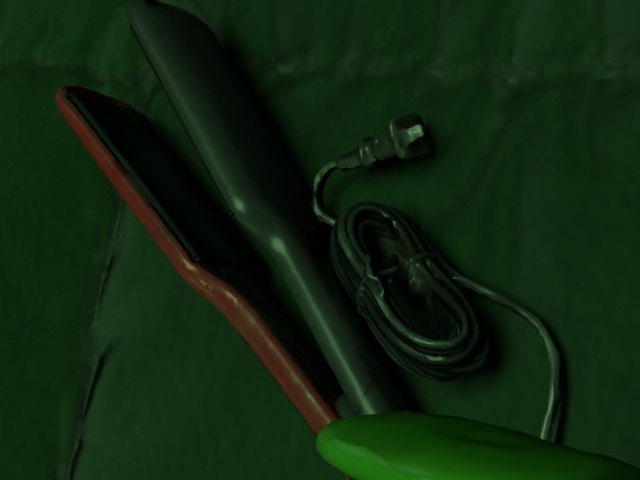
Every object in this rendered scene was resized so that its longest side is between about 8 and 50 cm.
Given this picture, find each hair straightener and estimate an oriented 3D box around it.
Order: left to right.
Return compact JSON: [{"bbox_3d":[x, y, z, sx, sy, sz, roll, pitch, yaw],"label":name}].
[{"bbox_3d":[0.000,0.000,0.572,0.089,0.047,0.230,-50,52,20],"label":"hair straightener"}]

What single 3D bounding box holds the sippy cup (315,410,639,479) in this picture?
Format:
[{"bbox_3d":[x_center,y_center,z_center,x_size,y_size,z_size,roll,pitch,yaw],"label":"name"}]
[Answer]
[{"bbox_3d":[-0.004,0.206,0.403,0.240,0.224,0.305,-30,61,32],"label":"sippy cup"}]
